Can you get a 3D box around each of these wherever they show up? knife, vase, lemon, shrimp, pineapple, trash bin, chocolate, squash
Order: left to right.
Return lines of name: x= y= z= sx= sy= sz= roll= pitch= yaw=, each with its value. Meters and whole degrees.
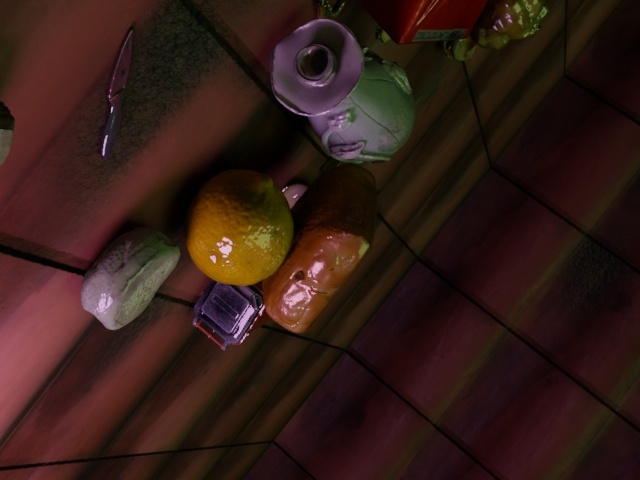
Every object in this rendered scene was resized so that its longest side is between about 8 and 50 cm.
knife: x=-0.328 y=-0.230 z=1.406 sx=0.035 sy=0.018 sz=0.247 roll=-26 pitch=147 yaw=-45
lemon: x=-0.168 y=-0.033 z=1.820 sx=0.228 sy=0.228 sz=0.254 roll=-34 pitch=145 yaw=-41
trash bin: x=-0.195 y=0.161 z=2.233 sx=0.184 sy=0.161 sz=0.238 roll=-56 pitch=165 yaw=15
squash: x=-0.029 y=-0.083 z=2.219 sx=0.123 sy=0.123 sz=0.186 roll=-55 pitch=164 yaw=12
shrimp: x=0.021 y=-0.473 z=1.748 sx=0.091 sy=0.025 sz=0.127 roll=-53 pitch=166 yaw=4
vase: x=0.055 y=-0.300 z=1.829 sx=0.250 sy=0.250 sz=0.445 roll=-53 pitch=161 yaw=6
pineapple: x=0.150 y=-0.482 z=2.046 sx=0.083 sy=0.019 sz=0.045 roll=-6 pitch=126 yaw=-64
chocolate: x=0.270 y=-0.604 z=1.872 sx=0.360 sy=0.161 sz=0.341 roll=-22 pitch=146 yaw=-54

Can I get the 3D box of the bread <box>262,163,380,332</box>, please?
bread: x=-0.007 y=-0.003 z=1.942 sx=0.328 sy=0.148 sz=0.337 roll=-54 pitch=-162 yaw=36

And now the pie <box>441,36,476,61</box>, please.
pie: x=0.402 y=-0.576 z=2.354 sx=0.179 sy=0.084 sz=0.205 roll=-23 pitch=144 yaw=-54

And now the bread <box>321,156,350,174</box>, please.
bread: x=0.047 y=-0.194 z=2.316 sx=0.090 sy=0.035 sz=0.094 roll=-49 pitch=161 yaw=-9

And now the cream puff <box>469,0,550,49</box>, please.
cream puff: x=0.449 y=-0.596 z=2.129 sx=0.185 sy=0.282 sz=0.282 roll=-9 pitch=144 yaw=-20

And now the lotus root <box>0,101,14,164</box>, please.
lotus root: x=-0.480 y=-0.115 z=1.175 sx=0.143 sy=0.070 sz=0.144 roll=-27 pitch=150 yaw=-50

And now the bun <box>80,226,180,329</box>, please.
bun: x=-0.378 y=0.068 z=1.705 sx=0.221 sy=0.108 sz=0.221 roll=-51 pitch=170 yaw=-13
